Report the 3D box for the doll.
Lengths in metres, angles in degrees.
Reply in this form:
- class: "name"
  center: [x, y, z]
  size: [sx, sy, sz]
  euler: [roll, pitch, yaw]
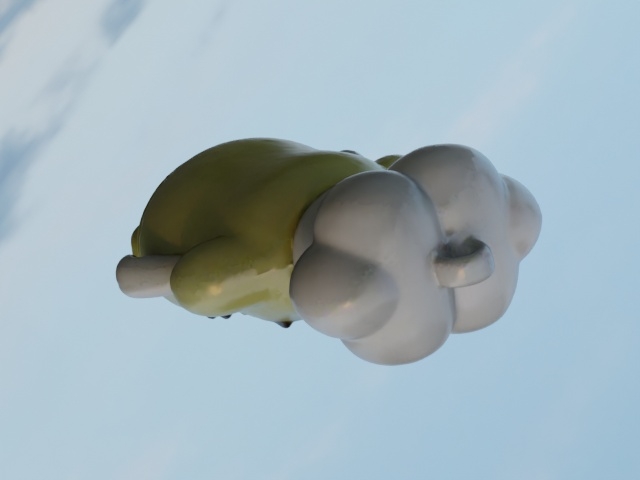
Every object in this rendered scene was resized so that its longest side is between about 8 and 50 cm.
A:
- class: "doll"
  center: [0.000, 0.000, 0.605]
  size: [0.106, 0.062, 0.162]
  euler: [-28, -161, -29]
